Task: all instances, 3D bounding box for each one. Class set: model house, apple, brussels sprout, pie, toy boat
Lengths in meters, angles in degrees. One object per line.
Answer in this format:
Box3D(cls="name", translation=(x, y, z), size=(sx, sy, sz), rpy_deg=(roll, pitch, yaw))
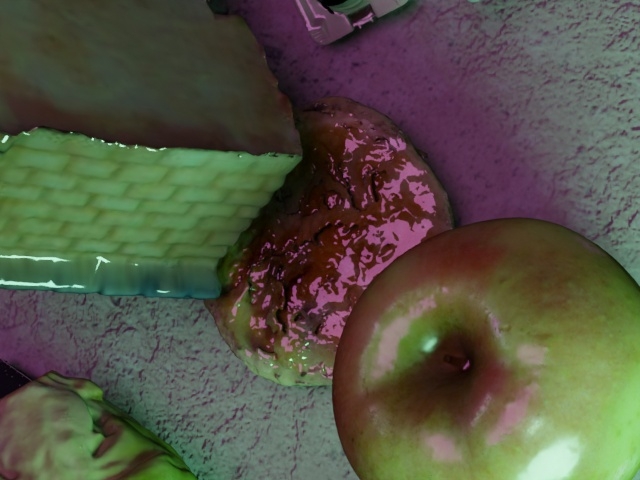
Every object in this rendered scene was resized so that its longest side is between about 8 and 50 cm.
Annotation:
Box3D(cls="model house", translation=(-0.319, -0.131, 1.477), size=(0.400, 0.395, 0.445), rpy_deg=(-55, 48, 40))
Box3D(cls="apple", translation=(0.180, 0.136, 1.301), size=(0.319, 0.277, 0.319), rpy_deg=(-10, 69, 27))
Box3D(cls="brussels sprout", translation=(-0.285, 0.311, 1.488), size=(0.316, 0.242, 0.274), rpy_deg=(37, 93, 12))
Box3D(cls="pie", translation=(0.000, 0.000, 1.502), size=(0.339, 0.077, 0.339), rpy_deg=(-3, 82, 24))
Box3D(cls="toy boat", translation=(-0.013, -0.357, 1.496), size=(0.141, 0.141, 0.269), rpy_deg=(-25, 108, 19))

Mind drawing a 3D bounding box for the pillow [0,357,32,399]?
Box3D(cls="pillow", translation=(-0.388, 0.267, 1.647), size=(0.141, 0.055, 0.208), rpy_deg=(25, 94, 27))
